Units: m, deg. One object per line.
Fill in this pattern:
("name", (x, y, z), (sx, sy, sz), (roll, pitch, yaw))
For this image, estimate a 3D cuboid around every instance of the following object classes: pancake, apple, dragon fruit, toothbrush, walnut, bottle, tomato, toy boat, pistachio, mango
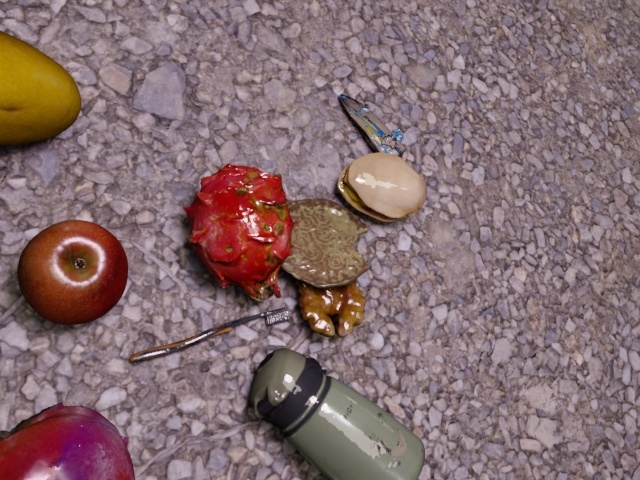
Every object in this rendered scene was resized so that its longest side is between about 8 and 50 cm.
("pancake", (0.000, 0.000, 1.358), (0.212, 0.029, 0.235), (15, 49, -3))
("apple", (-0.412, 0.052, 1.120), (0.181, 0.168, 0.180), (10, 68, -27))
("dragon fruit", (-0.146, -0.010, 1.243), (0.210, 0.205, 0.268), (-18, 93, -31))
("toothbrush", (-0.203, 0.177, 1.260), (0.321, 0.023, 0.031), (-12, 78, -27))
("walnut", (0.018, 0.118, 1.350), (0.143, 0.069, 0.170), (1, 66, -23))
("bottle", (0.022, 0.342, 1.241), (0.347, 0.168, 0.168), (40, 63, -4))
("tomato", (-0.419, 0.420, 1.010), (0.335, 0.176, 0.289), (-30, 92, -30))
("toy boat", (0.116, -0.259, 1.510), (0.210, 0.066, 0.084), (46, 29, 4))
("pistachio", (0.135, -0.117, 1.444), (0.201, 0.117, 0.145), (16, 72, -15))
("mango", (-0.603, -0.252, 1.066), (0.445, 0.301, 0.220), (9, 88, -48))
